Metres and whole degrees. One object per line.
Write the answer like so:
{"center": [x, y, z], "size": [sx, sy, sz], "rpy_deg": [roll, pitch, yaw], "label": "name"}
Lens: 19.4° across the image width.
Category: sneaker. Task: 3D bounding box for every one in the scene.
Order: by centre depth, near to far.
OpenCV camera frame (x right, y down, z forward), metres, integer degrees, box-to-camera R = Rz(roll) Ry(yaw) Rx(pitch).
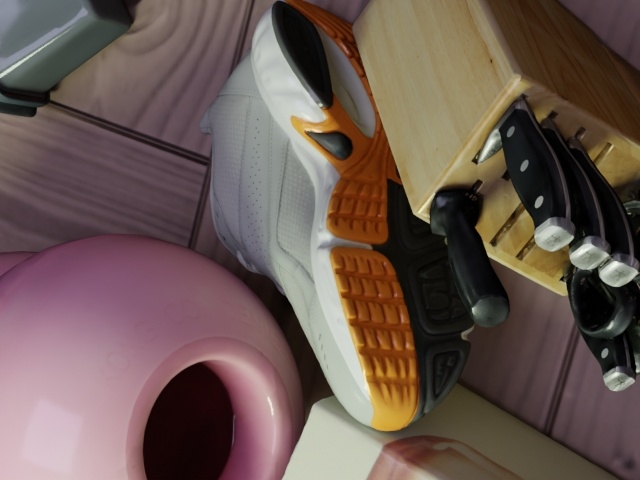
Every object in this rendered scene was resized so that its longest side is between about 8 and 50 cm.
{"center": [0.000, 0.000, 1.027], "size": [0.121, 0.099, 0.262], "rpy_deg": [-45, 46, 38], "label": "sneaker"}

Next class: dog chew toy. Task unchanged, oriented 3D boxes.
{"center": [-0.163, 0.097, 1.083], "size": [0.332, 0.207, 0.206], "rpy_deg": [3, 96, 49], "label": "dog chew toy"}

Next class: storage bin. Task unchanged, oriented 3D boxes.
{"center": [-0.184, -0.158, 1.140], "size": [0.091, 0.098, 0.135], "rpy_deg": [-30, 79, 17], "label": "storage bin"}

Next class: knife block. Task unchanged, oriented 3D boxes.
{"center": [0.085, -0.053, 0.905], "size": [0.276, 0.242, 0.088], "rpy_deg": [45, 113, 19], "label": "knife block"}

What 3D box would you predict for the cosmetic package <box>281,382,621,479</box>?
{"center": [0.117, 0.205, 0.973], "size": [0.296, 0.129, 0.153], "rpy_deg": [29, 109, 25], "label": "cosmetic package"}
